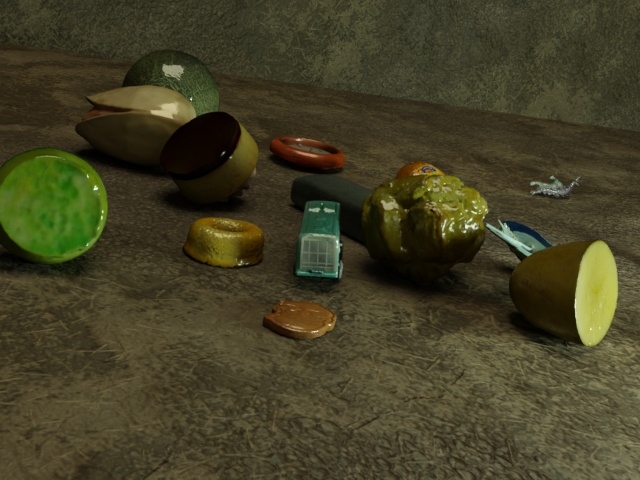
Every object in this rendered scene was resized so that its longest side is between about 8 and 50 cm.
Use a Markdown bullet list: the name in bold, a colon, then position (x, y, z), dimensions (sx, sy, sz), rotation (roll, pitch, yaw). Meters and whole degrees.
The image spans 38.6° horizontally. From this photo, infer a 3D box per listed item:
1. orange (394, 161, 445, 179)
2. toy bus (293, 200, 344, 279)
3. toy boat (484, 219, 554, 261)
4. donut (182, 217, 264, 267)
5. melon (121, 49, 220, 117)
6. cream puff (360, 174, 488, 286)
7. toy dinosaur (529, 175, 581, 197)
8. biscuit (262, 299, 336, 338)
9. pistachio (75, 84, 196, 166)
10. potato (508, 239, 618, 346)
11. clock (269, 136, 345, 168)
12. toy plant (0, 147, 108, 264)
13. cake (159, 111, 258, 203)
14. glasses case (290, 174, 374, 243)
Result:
- **orange**: position (0.236, -0.119, 2.128), dimensions (0.135, 0.118, 0.136), rotation (7, 48, -8)
- **toy bus**: position (0.000, 0.000, 1.657), dimensions (0.091, 0.109, 0.262), rotation (4, 17, 0)
- **toy boat**: position (0.388, 0.012, 1.709), dimensions (0.220, 0.067, 0.291), rotation (48, 11, 33)
- **donut**: position (-0.170, -0.001, 1.642), dimensions (0.151, 0.058, 0.152), rotation (11, 16, -3)
- **melon**: position (-0.380, -0.365, 2.337), dimensions (0.248, 0.249, 0.329), rotation (10, 11, 0)
- **cream puff**: position (0.189, -0.026, 1.682), dimensions (0.244, 0.244, 0.196), rotation (10, 49, 1)
- **toy dinosaur**: position (0.670, -0.149, 2.574), dimensions (0.208, 0.039, 0.082), rotation (-17, 33, -34)
- **biscuit**: position (-0.030, 0.119, 1.410), dimensions (0.102, 0.019, 0.130), rotation (18, 18, 19)
- **pistachio**: position (-0.422, -0.269, 2.103), dimensions (0.299, 0.188, 0.187), rotation (8, 16, 18)
- **potato**: position (0.403, 0.083, 1.558), dimensions (0.158, 0.178, 0.203), rotation (5, 36, 39)
- **clock**: position (-0.034, -0.229, 2.416), dimensions (0.205, 0.051, 0.205), rotation (10, 17, -3)
- **toy plant**: position (-0.470, -0.063, 1.544), dimensions (0.224, 0.185, 0.316), rotation (9, 1, -18)
- **cake**: position (-0.221, -0.151, 1.934), dimensions (0.185, 0.178, 0.208), rotation (-3, 45, 27)
- **glasses case**: position (0.073, -0.065, 1.937), dimensions (0.131, 0.074, 0.323), rotation (-3, 22, -38)
